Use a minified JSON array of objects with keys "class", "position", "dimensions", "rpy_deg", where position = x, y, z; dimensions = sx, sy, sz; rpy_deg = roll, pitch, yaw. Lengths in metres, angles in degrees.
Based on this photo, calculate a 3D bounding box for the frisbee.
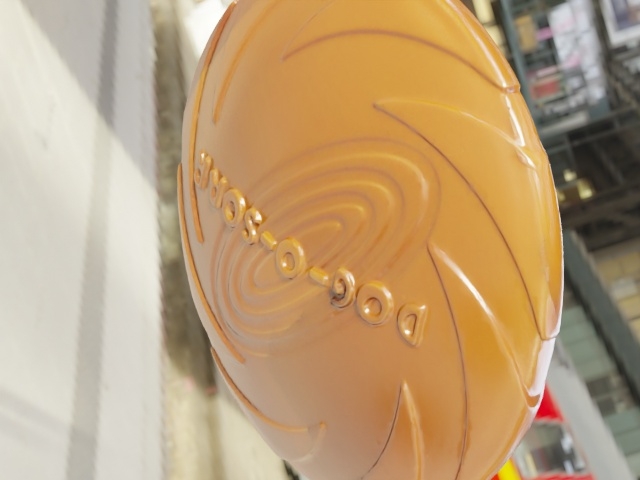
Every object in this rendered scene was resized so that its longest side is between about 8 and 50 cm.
[{"class":"frisbee","position":[0.000,0.000,0.462],"dimensions":[0.192,0.035,0.192],"rpy_deg":[15,-70,50]}]
